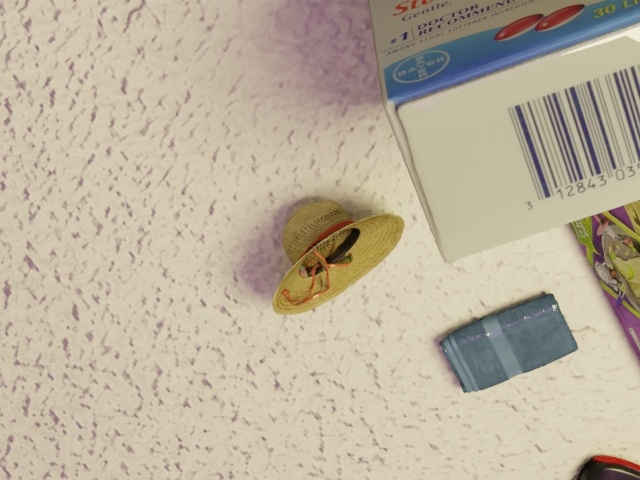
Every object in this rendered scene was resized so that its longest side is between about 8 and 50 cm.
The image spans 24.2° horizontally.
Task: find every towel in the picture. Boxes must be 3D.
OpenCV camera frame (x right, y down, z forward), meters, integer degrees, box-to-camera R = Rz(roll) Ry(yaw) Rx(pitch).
[{"bbox_3d":[0.177,0.096,1.406,0.119,0.029,0.067,-22,111,11],"label":"towel"}]

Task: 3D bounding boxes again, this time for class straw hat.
[{"bbox_3d":[0.000,0.000,1.347,0.144,0.144,0.061,-41,66,16],"label":"straw hat"}]

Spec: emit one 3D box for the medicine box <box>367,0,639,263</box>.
[{"bbox_3d":[0.183,-0.150,1.156,0.263,0.289,0.149,-19,121,9],"label":"medicine box"}]

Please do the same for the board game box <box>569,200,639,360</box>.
[{"bbox_3d":[0.350,0.092,1.311,0.056,0.208,0.347,-40,112,-23],"label":"board game box"}]

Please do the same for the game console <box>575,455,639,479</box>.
[{"bbox_3d":[0.351,0.430,1.528,0.342,0.060,0.387,21,111,-8],"label":"game console"}]
